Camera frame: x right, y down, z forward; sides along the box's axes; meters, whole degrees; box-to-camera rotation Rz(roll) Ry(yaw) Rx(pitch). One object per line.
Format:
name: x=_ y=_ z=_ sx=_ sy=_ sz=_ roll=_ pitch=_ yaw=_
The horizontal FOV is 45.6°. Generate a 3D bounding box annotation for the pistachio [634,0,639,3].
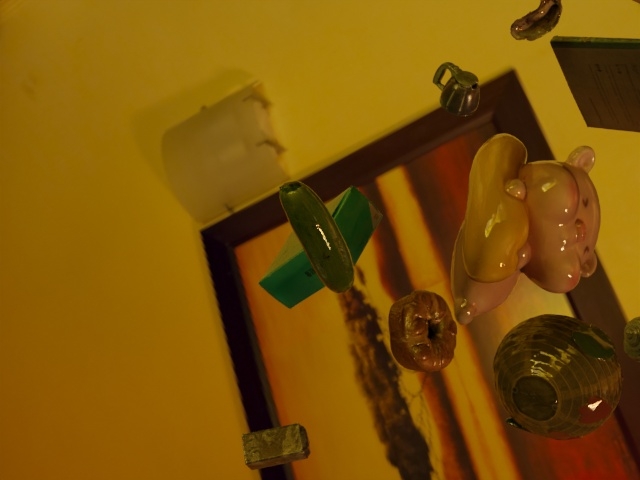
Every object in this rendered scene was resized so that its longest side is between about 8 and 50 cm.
pistachio: x=0.636 y=-0.662 z=1.550 sx=0.365 sy=0.281 sz=0.445 roll=58 pitch=-150 yaw=-26

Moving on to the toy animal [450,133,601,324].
toy animal: x=0.356 y=0.008 z=1.287 sx=0.277 sy=0.246 sz=0.345 roll=-66 pitch=-15 yaw=-64

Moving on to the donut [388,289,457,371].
donut: x=0.276 y=0.245 z=2.048 sx=0.226 sy=0.113 sz=0.227 roll=19 pitch=-118 yaw=-41

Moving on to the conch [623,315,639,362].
conch: x=0.863 y=0.270 z=1.993 sx=0.153 sy=0.135 sz=0.102 roll=26 pitch=-155 yaw=4

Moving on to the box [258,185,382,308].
box: x=-0.002 y=0.024 z=1.904 sx=0.118 sy=0.311 sz=0.205 roll=39 pitch=-130 yaw=-12

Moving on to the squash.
squash: x=0.002 y=0.001 z=1.499 sx=0.082 sy=0.082 sz=0.292 roll=-87 pitch=-24 yaw=-50

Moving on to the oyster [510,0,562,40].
oyster: x=0.349 y=-0.368 z=1.235 sx=0.038 sy=0.083 sz=0.081 roll=-70 pitch=-28 yaw=-56

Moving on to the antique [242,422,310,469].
antique: x=-0.122 y=0.583 z=2.159 sx=0.086 sy=0.183 sz=0.088 roll=74 pitch=-175 yaw=-61

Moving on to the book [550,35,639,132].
book: x=0.527 y=-0.248 z=1.244 sx=0.282 sy=0.025 sz=0.215 roll=23 pitch=159 yaw=49

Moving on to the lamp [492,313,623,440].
lamp: x=0.474 y=0.260 z=1.517 sx=0.284 sy=0.250 sz=0.250 roll=-26 pitch=-91 yaw=-53

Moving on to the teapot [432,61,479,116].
teapot: x=0.320 y=-0.359 z=1.793 sx=0.124 sy=0.091 sz=0.092 roll=22 pitch=-130 yaw=7
